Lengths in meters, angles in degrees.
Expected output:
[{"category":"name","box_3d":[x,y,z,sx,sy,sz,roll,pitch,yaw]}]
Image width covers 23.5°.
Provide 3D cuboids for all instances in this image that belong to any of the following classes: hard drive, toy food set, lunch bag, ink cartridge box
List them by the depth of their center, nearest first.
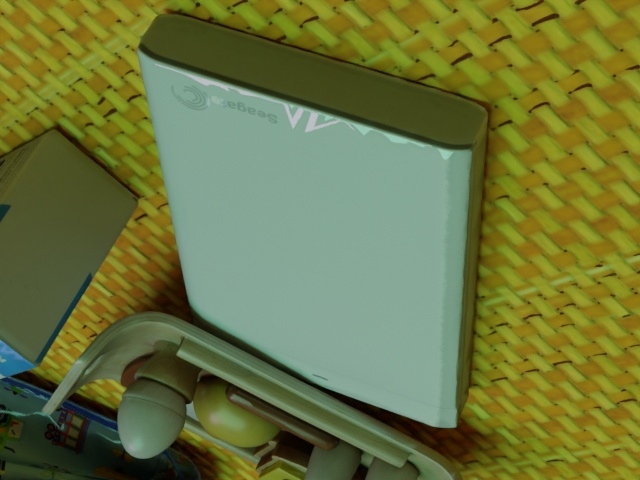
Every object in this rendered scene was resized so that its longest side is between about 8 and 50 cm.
[{"category":"hard drive","box_3d":[0.000,0.000,0.973,0.203,0.040,0.308,18,148,15]},{"category":"ink cartridge box","box_3d":[-0.240,0.024,1.085,0.086,0.148,0.203,41,146,-23]},{"category":"toy food set","box_3d":[-0.057,0.168,1.168,0.306,0.092,0.220,29,158,-7]},{"category":"lunch bag","box_3d":[-0.226,0.236,1.435,0.293,0.138,0.221,12,146,2]}]
